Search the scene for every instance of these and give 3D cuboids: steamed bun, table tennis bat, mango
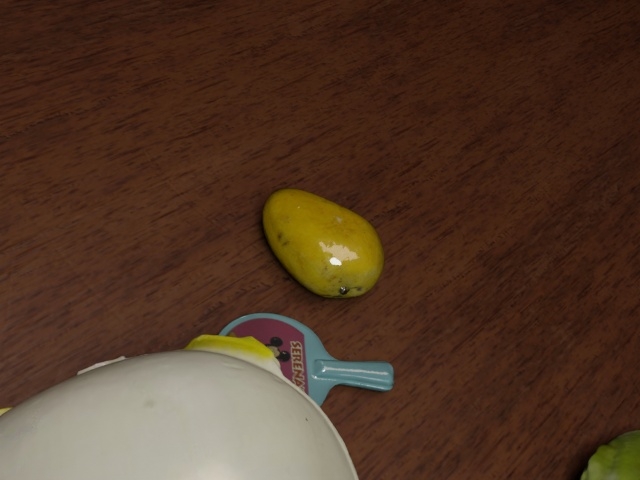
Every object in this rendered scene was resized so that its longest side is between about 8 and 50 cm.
[{"bbox_3d":[-0.145,0.263,0.650,0.374,0.334,0.333,-18,63,-4],"label":"steamed bun"},{"bbox_3d":[-0.022,0.166,0.973,0.244,0.040,0.152,7,54,-15],"label":"table tennis bat"},{"bbox_3d":[0.000,0.000,1.061,0.195,0.098,0.137,43,53,18],"label":"mango"}]

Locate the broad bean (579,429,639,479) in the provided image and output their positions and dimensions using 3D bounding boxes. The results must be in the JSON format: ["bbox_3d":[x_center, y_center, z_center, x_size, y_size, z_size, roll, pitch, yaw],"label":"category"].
[{"bbox_3d":[0.465,0.362,1.004,0.291,0.119,0.238,2,47,-27],"label":"broad bean"}]
